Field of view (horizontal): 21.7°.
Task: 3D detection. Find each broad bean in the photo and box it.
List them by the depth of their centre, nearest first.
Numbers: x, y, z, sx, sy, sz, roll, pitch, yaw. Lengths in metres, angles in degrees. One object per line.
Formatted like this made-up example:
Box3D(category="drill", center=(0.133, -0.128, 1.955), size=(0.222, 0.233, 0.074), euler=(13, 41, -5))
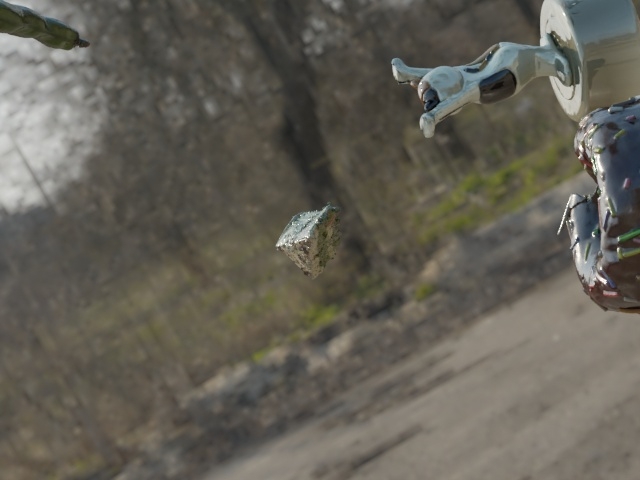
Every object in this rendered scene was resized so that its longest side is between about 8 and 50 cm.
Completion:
Box3D(category="broad bean", center=(-0.406, -0.295, 2.267), size=(0.046, 0.065, 0.254), euler=(-63, -24, 9))

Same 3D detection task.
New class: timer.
Box3D(category="timer", center=(0.226, -0.198, 1.935), size=(0.266, 0.175, 0.175), euler=(-14, 2, -5))

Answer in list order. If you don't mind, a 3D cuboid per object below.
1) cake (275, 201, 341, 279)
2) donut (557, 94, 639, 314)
Box3D(category="cake", center=(0.000, 0.000, 1.523), size=(0.051, 0.055, 0.140), euler=(-48, 6, -10))
Box3D(category="donut", center=(0.309, -0.025, 1.697), size=(0.096, 0.216, 0.230), euler=(-2, -34, -6))
